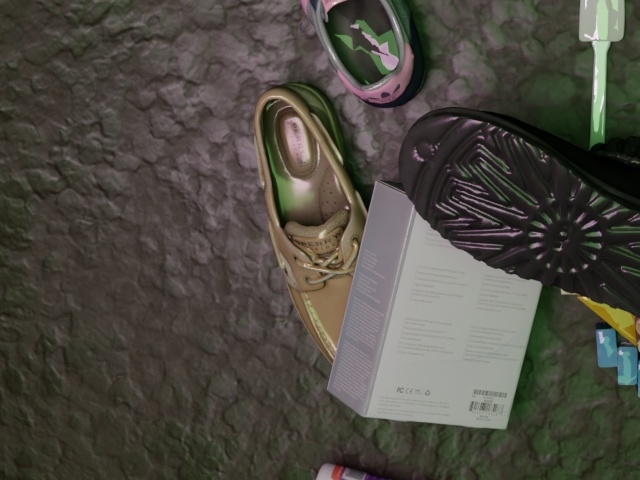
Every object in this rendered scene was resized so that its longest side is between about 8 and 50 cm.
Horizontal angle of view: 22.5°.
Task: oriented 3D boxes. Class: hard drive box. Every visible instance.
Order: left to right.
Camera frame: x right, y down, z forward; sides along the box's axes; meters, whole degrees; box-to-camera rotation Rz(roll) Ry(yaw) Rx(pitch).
[{"bbox_3d":[0.127,0.068,1.664,0.181,0.089,0.232,9,101,-28],"label":"hard drive box"}]

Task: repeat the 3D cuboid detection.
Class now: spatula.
[{"bbox_3d":[0.354,-0.171,1.675,0.168,0.019,0.242,1,97,8],"label":"spatula"}]

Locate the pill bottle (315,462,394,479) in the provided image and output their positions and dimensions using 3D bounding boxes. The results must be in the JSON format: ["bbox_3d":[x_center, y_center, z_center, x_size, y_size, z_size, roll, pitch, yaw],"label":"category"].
[{"bbox_3d":[0.081,0.316,1.736,0.193,0.108,0.108,15,99,7],"label":"pill bottle"}]

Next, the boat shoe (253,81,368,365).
[{"bbox_3d":[0.000,0.000,1.707,0.122,0.110,0.341,-21,93,11],"label":"boat shoe"}]

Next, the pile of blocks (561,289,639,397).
[{"bbox_3d":[0.383,0.141,1.663,0.362,0.112,0.149,35,101,4],"label":"pile of blocks"}]

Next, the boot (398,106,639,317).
[{"bbox_3d":[0.251,-0.054,1.574,0.348,0.260,0.131,28,118,-1],"label":"boot"}]

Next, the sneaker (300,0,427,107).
[{"bbox_3d":[0.018,-0.286,1.658,0.112,0.131,0.319,-29,92,12],"label":"sneaker"}]
